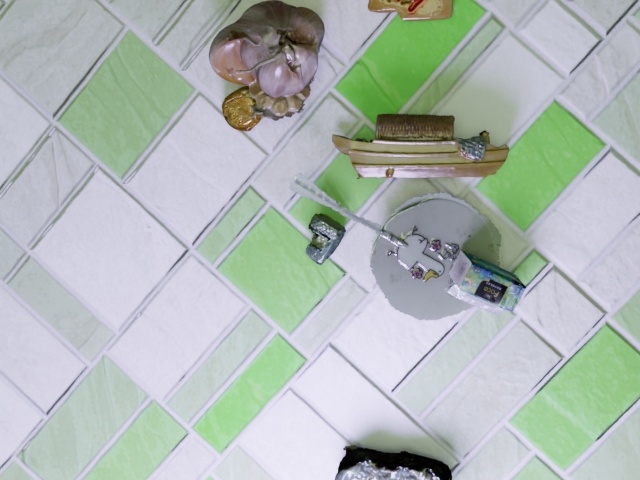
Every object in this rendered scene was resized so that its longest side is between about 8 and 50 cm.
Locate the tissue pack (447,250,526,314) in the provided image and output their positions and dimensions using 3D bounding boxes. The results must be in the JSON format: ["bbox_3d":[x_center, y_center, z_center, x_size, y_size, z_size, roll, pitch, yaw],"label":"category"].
[{"bbox_3d":[0.287,0.080,1.648,0.111,0.085,0.079,24,101,-10],"label":"tissue pack"}]

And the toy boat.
[{"bbox_3d":[0.173,-0.166,1.651,0.310,0.089,0.115,0,93,10],"label":"toy boat"}]

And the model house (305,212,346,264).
[{"bbox_3d":[0.000,0.000,1.703,0.066,0.079,0.083,33,101,7],"label":"model house"}]

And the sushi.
[{"bbox_3d":[0.132,0.457,1.711,0.213,0.115,0.147,0,92,11],"label":"sushi"}]

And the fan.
[{"bbox_3d":[0.130,-0.004,1.666,0.415,0.012,0.233,26,96,-8],"label":"fan"}]

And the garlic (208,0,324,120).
[{"bbox_3d":[-0.086,-0.290,1.620,0.207,0.256,0.207,4,129,5],"label":"garlic"}]

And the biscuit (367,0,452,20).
[{"bbox_3d":[0.142,-0.475,1.650,0.239,0.041,0.212,43,99,4],"label":"biscuit"}]

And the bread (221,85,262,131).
[{"bbox_3d":[-0.141,-0.241,1.719,0.081,0.046,0.083,22,101,12],"label":"bread"}]
